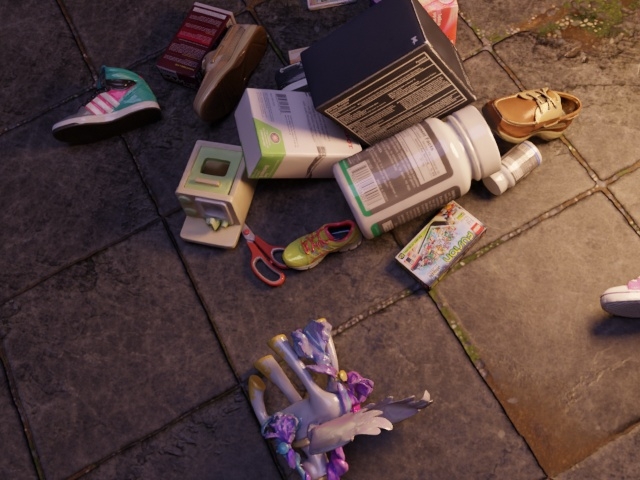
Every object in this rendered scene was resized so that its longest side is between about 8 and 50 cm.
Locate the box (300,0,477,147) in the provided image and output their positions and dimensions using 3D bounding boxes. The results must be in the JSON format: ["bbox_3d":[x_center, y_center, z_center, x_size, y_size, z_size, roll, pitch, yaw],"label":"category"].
[{"bbox_3d":[0.162,-0.389,1.609,0.296,0.294,0.183,-26,64,24],"label":"box"}]

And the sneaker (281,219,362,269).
[{"bbox_3d":[0.000,0.000,1.657,0.208,0.094,0.081,-24,68,-7],"label":"sneaker"}]

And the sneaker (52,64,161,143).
[{"bbox_3d":[-0.605,-0.389,1.890,0.295,0.124,0.179,-16,71,-8],"label":"sneaker"}]

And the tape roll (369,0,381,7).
[{"bbox_3d":[0.231,-0.696,1.929,0.188,0.080,0.189,-3,67,7],"label":"tape roll"}]

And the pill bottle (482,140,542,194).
[{"bbox_3d":[0.469,-0.178,1.680,0.137,0.078,0.078,-39,68,-9],"label":"pill bottle"}]

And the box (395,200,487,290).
[{"bbox_3d":[0.291,0.011,1.649,0.114,0.036,0.207,41,78,21],"label":"box"}]

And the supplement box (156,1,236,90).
[{"bbox_3d":[-0.351,-0.556,1.955,0.130,0.073,0.239,21,71,16],"label":"supplement box"}]

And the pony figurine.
[{"bbox_3d":[0.015,0.358,1.445,0.351,0.302,0.364,-38,67,27],"label":"pony figurine"}]

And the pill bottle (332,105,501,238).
[{"bbox_3d":[0.227,-0.164,1.621,0.361,0.204,0.204,-25,66,4],"label":"pill bottle"}]

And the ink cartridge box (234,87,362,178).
[{"bbox_3d":[-0.056,-0.264,1.709,0.272,0.115,0.198,-2,64,-26],"label":"ink cartridge box"}]

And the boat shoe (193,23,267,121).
[{"bbox_3d":[-0.268,-0.466,1.889,0.110,0.122,0.341,18,61,19],"label":"boat shoe"}]

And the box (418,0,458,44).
[{"bbox_3d":[0.258,-0.539,1.739,0.142,0.300,0.154,-10,67,3],"label":"box"}]

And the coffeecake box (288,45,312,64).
[{"bbox_3d":[-0.001,-0.438,1.860,0.142,0.068,0.186,-11,67,2],"label":"coffeecake box"}]

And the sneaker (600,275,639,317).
[{"bbox_3d":[0.749,0.082,1.529,0.282,0.102,0.161,-4,63,-5],"label":"sneaker"}]

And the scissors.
[{"bbox_3d":[-0.184,-0.001,1.728,0.297,0.021,0.109,39,77,20],"label":"scissors"}]

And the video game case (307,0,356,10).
[{"bbox_3d":[0.027,-0.756,2.016,0.143,0.019,0.157,-9,67,5],"label":"video game case"}]

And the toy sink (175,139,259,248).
[{"bbox_3d":[-0.265,-0.119,1.716,0.152,0.131,0.234,11,63,12],"label":"toy sink"}]

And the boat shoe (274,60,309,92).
[{"bbox_3d":[0.028,-0.446,1.761,0.302,0.114,0.091,-18,73,-3],"label":"boat shoe"}]

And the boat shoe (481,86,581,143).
[{"bbox_3d":[0.508,-0.313,1.619,0.324,0.120,0.123,-11,66,-43],"label":"boat shoe"}]
